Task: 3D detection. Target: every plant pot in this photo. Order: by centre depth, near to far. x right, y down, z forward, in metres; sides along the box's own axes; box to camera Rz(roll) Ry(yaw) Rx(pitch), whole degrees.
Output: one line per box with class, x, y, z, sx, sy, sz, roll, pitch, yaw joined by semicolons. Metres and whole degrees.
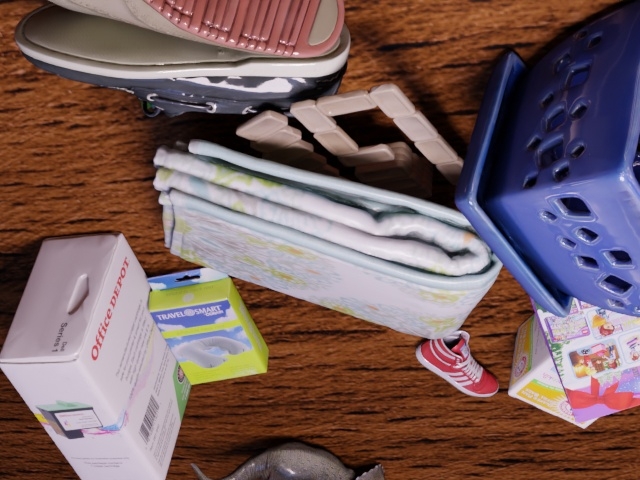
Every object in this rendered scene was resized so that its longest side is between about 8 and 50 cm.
plant pot;0.275;-0.065;1.693;0.212;0.236;0.236;-10;137;36

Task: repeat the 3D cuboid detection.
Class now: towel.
towel;0.000;0.000;1.880;0.374;0.090;0.320;19;168;0

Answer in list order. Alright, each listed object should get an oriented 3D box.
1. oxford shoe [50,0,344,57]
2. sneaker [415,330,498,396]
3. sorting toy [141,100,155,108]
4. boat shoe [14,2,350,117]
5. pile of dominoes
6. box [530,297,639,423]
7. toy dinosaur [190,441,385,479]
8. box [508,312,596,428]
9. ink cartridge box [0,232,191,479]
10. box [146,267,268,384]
oxford shoe;-0.170;-0.273;1.676;0.397;0.140;0.146;22;165;-9
sneaker;0.184;0.153;2.137;0.118;0.042;0.067;28;143;-14
sorting toy;-0.177;-0.169;1.870;0.062;0.012;0.083;10;141;4
boat shoe;-0.141;-0.176;1.759;0.340;0.127;0.113;-1;137;-2
pile of dominoes;0.038;-0.105;1.801;0.196;0.040;0.251;-8;155;24
box;0.382;0.064;1.840;0.293;0.057;0.201;-18;116;8
toy dinosaur;-0.024;0.336;2.396;0.313;0.121;0.160;28;128;-11
box;0.321;0.118;2.002;0.114;0.103;0.203;25;141;-14
ink cartridge box;-0.273;0.153;2.146;0.117;0.201;0.278;-3;139;20
box;-0.143;0.109;2.172;0.109;0.042;0.178;-11;137;14
